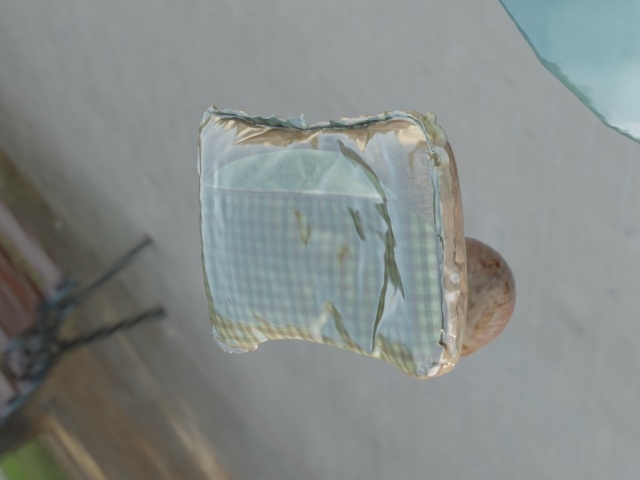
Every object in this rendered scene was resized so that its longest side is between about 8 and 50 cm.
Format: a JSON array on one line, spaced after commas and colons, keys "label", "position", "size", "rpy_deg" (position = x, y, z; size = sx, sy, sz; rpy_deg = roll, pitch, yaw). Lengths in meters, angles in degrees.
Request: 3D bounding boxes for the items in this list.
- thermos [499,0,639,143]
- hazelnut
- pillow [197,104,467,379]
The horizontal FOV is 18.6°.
[{"label": "thermos", "position": [0.177, -0.122, 0.461], "size": [0.286, 0.145, 0.182], "rpy_deg": [-35, 85, 47]}, {"label": "hazelnut", "position": [0.080, 0.037, 1.208], "size": [0.086, 0.086, 0.086], "rpy_deg": [46, 159, 23]}, {"label": "pillow", "position": [0.000, -0.003, 0.990], "size": [0.211, 0.034, 0.135], "rpy_deg": [3, 98, 52]}]
